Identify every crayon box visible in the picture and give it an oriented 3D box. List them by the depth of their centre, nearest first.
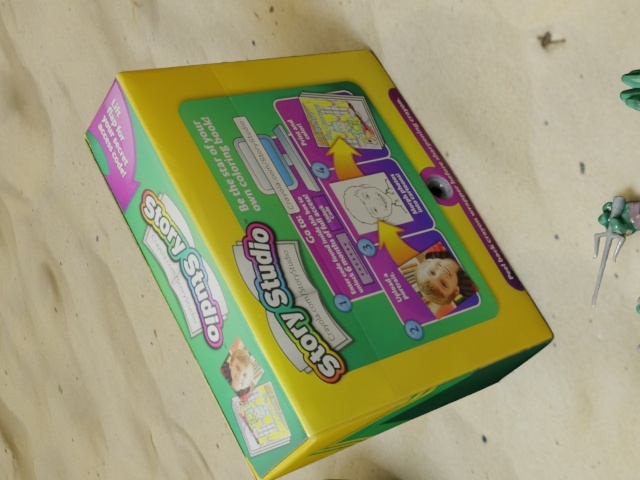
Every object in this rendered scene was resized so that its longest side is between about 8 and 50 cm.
[{"bbox_3d":[0.000,0.000,0.993,0.363,0.313,0.106,60,138,18],"label":"crayon box"}]

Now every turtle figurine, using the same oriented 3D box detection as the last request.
[{"bbox_3d":[0.275,-0.011,0.828,0.175,0.118,0.234,-95,-4,-73],"label":"turtle figurine"}]

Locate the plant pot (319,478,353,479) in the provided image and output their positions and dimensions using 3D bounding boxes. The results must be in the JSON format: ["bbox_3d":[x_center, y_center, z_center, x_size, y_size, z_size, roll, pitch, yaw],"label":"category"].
[{"bbox_3d":[0.026,0.397,1.122,0.293,0.293,0.235,26,108,43],"label":"plant pot"}]
